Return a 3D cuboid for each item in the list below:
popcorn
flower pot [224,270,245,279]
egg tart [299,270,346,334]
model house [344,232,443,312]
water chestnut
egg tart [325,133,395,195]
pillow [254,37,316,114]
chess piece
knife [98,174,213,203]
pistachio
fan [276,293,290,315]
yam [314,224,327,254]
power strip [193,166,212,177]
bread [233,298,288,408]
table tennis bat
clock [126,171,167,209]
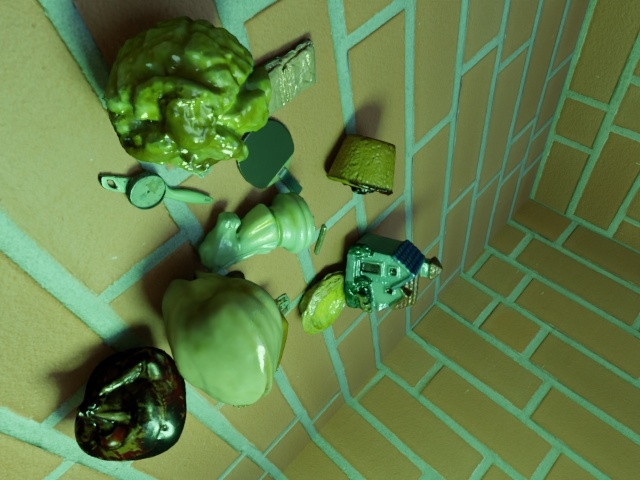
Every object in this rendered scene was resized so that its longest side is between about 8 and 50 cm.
[{"bbox_3d":[-0.235,-0.241,0.839,0.282,0.282,0.246,38,53,-60],"label":"popcorn"},{"bbox_3d":[-0.238,0.156,1.403,0.111,0.089,0.111,-36,146,-30],"label":"flower pot"},{"bbox_3d":[0.011,0.229,1.841,0.279,0.095,0.278,-39,146,-34],"label":"egg tart"},{"bbox_3d":[0.283,0.146,1.828,0.252,0.330,0.294,-44,142,-62],"label":"model house"},{"bbox_3d":[-0.465,0.400,1.183,0.289,0.289,0.244,-48,117,-12],"label":"water chestnut"},{"bbox_3d":[0.130,-0.222,1.451,0.215,0.215,0.170,-1,107,-55],"label":"egg tart"},{"bbox_3d":[-0.091,-0.371,1.129,0.232,0.043,0.126,-41,153,-27],"label":"pillow"},{"bbox_3d":[-0.179,-0.019,1.279,0.298,0.176,0.175,-19,137,-27],"label":"chess piece"},{"bbox_3d":[-0.344,-0.110,1.052,0.293,0.020,0.043,4,119,-54],"label":"knife"},{"bbox_3d":[-0.251,0.244,1.214,0.282,0.365,0.445,-30,167,-34],"label":"pistachio"},{"bbox_3d":[-0.186,0.277,1.684,0.220,0.009,0.132,-40,147,-25],"label":"fan"},{"bbox_3d":[0.000,0.000,1.655,0.021,0.021,0.116,-18,133,-46],"label":"yam"},{"bbox_3d":[-0.266,-0.172,1.085,0.055,0.035,0.083,-44,151,-18],"label":"power strip"},{"bbox_3d":[-0.223,0.367,1.543,0.236,0.183,0.388,-24,136,-39],"label":"bread"},{"bbox_3d":[-0.118,-0.201,1.280,0.173,0.022,0.301,-52,149,-5],"label":"table tennis bat"},{"bbox_3d":[-0.360,-0.102,1.004,0.085,0.017,0.085,-32,143,-29],"label":"clock"}]
